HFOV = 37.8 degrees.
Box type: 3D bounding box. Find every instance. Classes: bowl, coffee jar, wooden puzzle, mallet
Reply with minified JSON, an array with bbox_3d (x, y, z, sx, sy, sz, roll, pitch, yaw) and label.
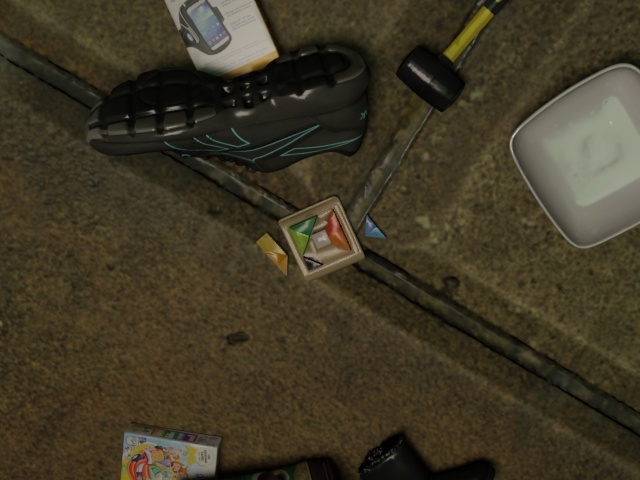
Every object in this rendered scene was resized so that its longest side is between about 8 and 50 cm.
[{"bbox_3d":[0.260,-0.081,0.870,0.142,0.053,0.142,-32,99,14],"label":"bowl"},{"bbox_3d":[-0.062,0.283,0.965,0.184,0.096,0.079,-8,108,-5],"label":"coffee jar"},{"bbox_3d":[0.000,0.000,0.942,0.116,0.014,0.078,-30,99,13],"label":"wooden puzzle"},{"bbox_3d":[0.157,-0.200,0.864,0.190,0.039,0.062,-42,96,10],"label":"mallet"}]

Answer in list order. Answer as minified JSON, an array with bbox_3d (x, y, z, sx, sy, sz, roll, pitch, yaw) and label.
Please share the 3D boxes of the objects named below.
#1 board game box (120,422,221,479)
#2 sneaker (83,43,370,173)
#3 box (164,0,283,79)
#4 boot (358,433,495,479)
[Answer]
[{"bbox_3d":[-0.167,0.282,1.027,0.103,0.026,0.154,8,105,4],"label":"board game box"},{"bbox_3d":[-0.082,-0.103,0.868,0.267,0.101,0.106,-8,135,1],"label":"sneaker"},{"bbox_3d":[-0.098,-0.217,0.891,0.081,0.028,0.136,-22,99,12],"label":"box"},{"bbox_3d":[0.107,0.243,0.977,0.121,0.045,0.099,-40,97,18],"label":"boot"}]
